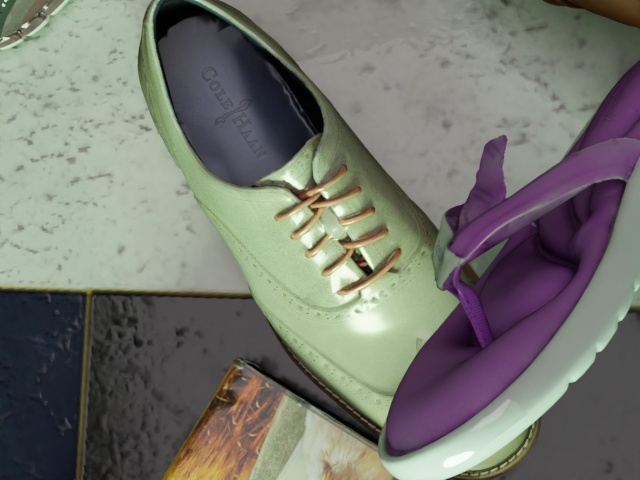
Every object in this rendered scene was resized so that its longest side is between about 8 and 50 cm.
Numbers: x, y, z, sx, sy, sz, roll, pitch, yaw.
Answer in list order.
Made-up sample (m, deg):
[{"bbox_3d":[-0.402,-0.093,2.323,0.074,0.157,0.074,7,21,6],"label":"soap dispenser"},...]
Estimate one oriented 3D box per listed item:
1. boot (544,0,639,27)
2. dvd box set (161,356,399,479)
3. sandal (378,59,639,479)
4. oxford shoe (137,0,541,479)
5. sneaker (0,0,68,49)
[{"bbox_3d":[0.263,-0.206,0.833,0.220,0.283,0.109,19,129,41],"label":"boot"},{"bbox_3d":[-0.038,0.335,0.819,0.308,0.062,0.420,32,87,8],"label":"dvd box set"},{"bbox_3d":[0.129,-0.019,0.733,0.102,0.169,0.416,45,49,-5],"label":"sandal"},{"bbox_3d":[0.000,0.000,0.812,0.140,0.146,0.397,-41,82,-1],"label":"oxford shoe"},{"bbox_3d":[-0.201,-0.234,0.848,0.281,0.162,0.106,-31,82,0],"label":"sneaker"}]
